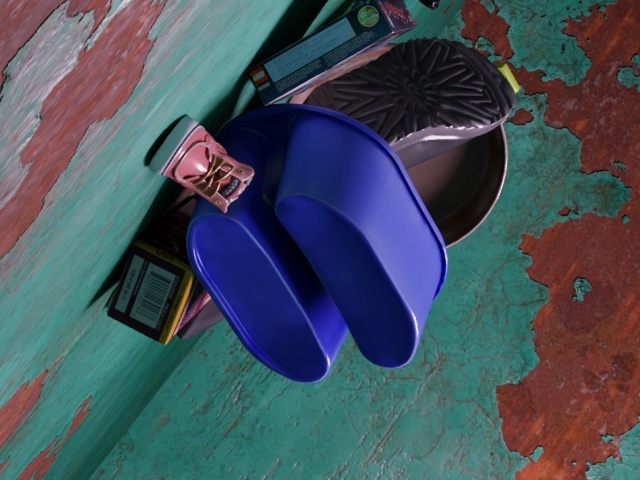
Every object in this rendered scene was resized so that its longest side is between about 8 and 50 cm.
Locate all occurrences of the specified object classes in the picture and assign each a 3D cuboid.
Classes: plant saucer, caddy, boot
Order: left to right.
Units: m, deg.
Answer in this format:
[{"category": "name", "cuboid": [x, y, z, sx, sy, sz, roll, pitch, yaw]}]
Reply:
[{"category": "caddy", "cuboid": [0.000, 0.000, 1.933, 0.241, 0.341, 0.179, -12, -142, 26]}, {"category": "boot", "cuboid": [0.008, -0.061, 2.225, 0.367, 0.146, 0.445, -16, 156, -42]}, {"category": "plant saucer", "cuboid": [0.100, -0.126, 2.315, 0.310, 0.311, 0.050, -54, -174, 27]}]

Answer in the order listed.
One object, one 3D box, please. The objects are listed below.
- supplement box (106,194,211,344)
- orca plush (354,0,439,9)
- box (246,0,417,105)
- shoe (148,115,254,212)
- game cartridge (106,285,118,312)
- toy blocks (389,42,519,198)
[{"category": "supplement box", "cuboid": [-0.166, 0.031, 2.001, 0.104, 0.081, 0.188, -66, 172, 24]}, {"category": "orca plush", "cuboid": [0.111, -0.325, 2.042, 0.151, 0.102, 0.287, -53, 177, 10]}, {"category": "box", "cuboid": [0.017, -0.214, 1.892, 0.159, 0.044, 0.233, -29, -177, 12]}, {"category": "shoe", "cuboid": [-0.113, -0.074, 1.687, 0.063, 0.081, 0.178, -53, 178, 4]}, {"category": "game cartridge", "cuboid": [-0.227, 0.050, 2.069, 0.083, 0.017, 0.056, -51, 173, -43]}, {"category": "toy blocks", "cuboid": [0.083, -0.133, 2.487, 0.381, 0.190, 0.261, 4, -134, 46]}]
